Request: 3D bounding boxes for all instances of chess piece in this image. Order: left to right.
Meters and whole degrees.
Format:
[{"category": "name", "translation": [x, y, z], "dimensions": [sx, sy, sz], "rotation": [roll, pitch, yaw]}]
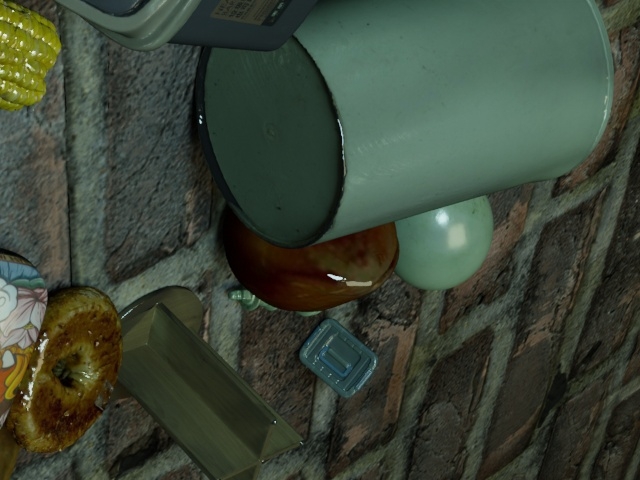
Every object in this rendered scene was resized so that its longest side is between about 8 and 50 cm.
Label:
[{"category": "chess piece", "translation": [-0.059, 0.066, 2.037], "dimensions": [0.149, 0.059, 0.059], "rotation": [2, 125, -45]}]

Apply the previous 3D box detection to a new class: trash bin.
[{"category": "trash bin", "translation": [-0.114, -0.275, 1.439], "dimensions": [0.290, 0.182, 0.209], "rotation": [0, 125, -60]}, {"category": "trash bin", "translation": [0.109, -0.164, 1.765], "dimensions": [0.432, 0.280, 0.280], "rotation": [-19, 140, -36]}]

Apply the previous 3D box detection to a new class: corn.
[{"category": "corn", "translation": [-0.332, -0.176, 1.354], "dimensions": [0.292, 0.101, 0.101], "rotation": [12, 116, -53]}]

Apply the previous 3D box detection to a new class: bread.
[{"category": "bread", "translation": [-0.280, 0.138, 1.775], "dimensions": [0.193, 0.064, 0.193], "rotation": [-47, 146, -46]}]

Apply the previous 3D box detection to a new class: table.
[{"category": "table", "translation": [-0.137, 0.185, 1.892], "dimensions": [0.167, 0.227, 0.167], "rotation": [-32, 146, -25]}]

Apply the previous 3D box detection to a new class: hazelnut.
[{"category": "hazelnut", "translation": [0.000, 0.000, 1.879], "dimensions": [0.208, 0.208, 0.208], "rotation": [-33, 147, -25]}]

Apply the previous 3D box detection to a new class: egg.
[{"category": "egg", "translation": [0.147, -0.015, 2.107], "dimensions": [0.149, 0.149, 0.192], "rotation": [-35, 147, -21]}]

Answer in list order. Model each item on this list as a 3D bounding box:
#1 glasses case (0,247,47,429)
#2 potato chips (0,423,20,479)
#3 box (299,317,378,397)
[{"category": "glasses case", "translation": [-0.377, 0.154, 1.660], "dimensions": [0.122, 0.082, 0.321], "rotation": [12, 109, -41]}, {"category": "potato chips", "translation": [-0.404, 0.239, 1.783], "dimensions": [0.150, 0.049, 0.201], "rotation": [-10, 132, -38]}, {"category": "box", "translation": [0.029, 0.160, 2.218], "dimensions": [0.074, 0.099, 0.054], "rotation": [-51, 165, 4]}]
